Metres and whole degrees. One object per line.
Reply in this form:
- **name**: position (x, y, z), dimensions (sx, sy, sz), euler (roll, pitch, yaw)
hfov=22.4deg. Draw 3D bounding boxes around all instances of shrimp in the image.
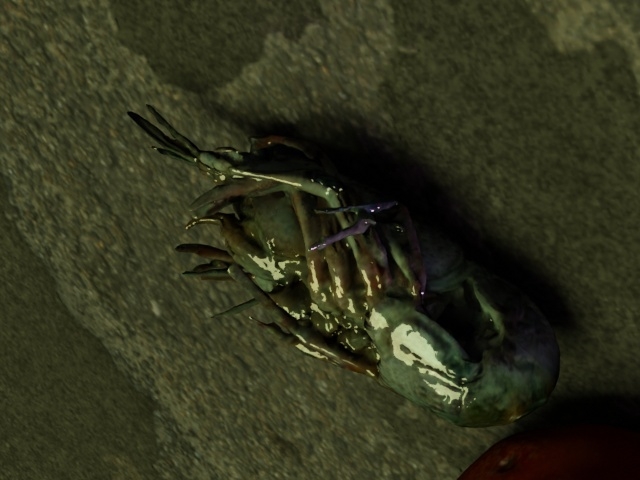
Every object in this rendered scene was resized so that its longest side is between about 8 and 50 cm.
- **shrimp**: position (0.002, 0.001, 1.120), dimensions (0.372, 0.137, 0.172), euler (26, 149, 10)

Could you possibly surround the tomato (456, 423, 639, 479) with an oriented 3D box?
- **tomato**: position (0.188, 0.300, 1.125), dimensions (0.289, 0.293, 0.325), euler (34, 138, -9)
